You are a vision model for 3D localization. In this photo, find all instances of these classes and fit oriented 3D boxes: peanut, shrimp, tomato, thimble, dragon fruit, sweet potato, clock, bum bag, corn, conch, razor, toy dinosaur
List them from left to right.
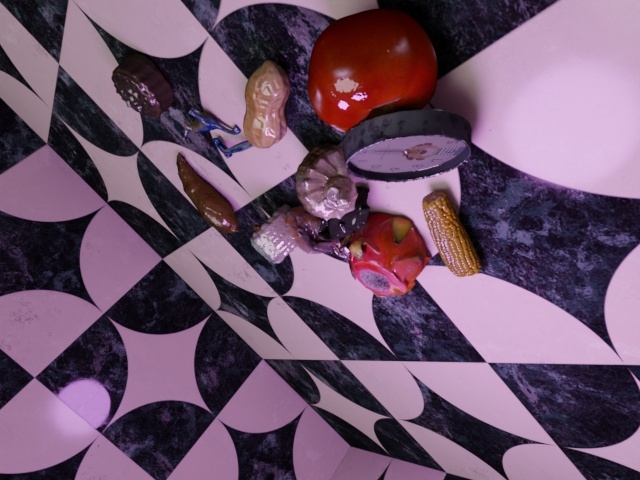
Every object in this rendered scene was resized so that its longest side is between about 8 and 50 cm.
[{"bbox_3d":[-0.505,-0.192,2.128,0.422,0.130,0.130,52,149,0],"label":"sweet potato"},{"bbox_3d":[-0.413,-0.407,1.800,0.188,0.075,0.248,37,146,-15],"label":"toy dinosaur"},{"bbox_3d":[-0.278,-0.339,1.739,0.324,0.056,0.093,1,137,45],"label":"razor"},{"bbox_3d":[-0.160,-0.398,1.459,0.149,0.149,0.313,33,143,13],"label":"peanut"},{"bbox_3d":[-0.154,-0.022,1.856,0.150,0.219,0.219,45,149,-5],"label":"thimble"},{"bbox_3d":[-0.006,-0.175,1.492,0.291,0.159,0.210,29,136,46],"label":"conch"},{"bbox_3d":[0.000,0.000,1.773,0.317,0.164,0.062,39,151,-11],"label":"shrimp"},{"bbox_3d":[0.086,-0.082,1.617,0.080,0.142,0.326,17,162,-23],"label":"bum bag"},{"bbox_3d":[0.105,-0.380,1.088,0.299,0.299,0.226,-24,75,57],"label":"tomato"},{"bbox_3d":[0.204,0.067,1.604,0.291,0.189,0.290,29,147,20],"label":"dragon fruit"},{"bbox_3d":[0.207,-0.217,1.169,0.313,0.061,0.312,-3,167,-1],"label":"clock"},{"bbox_3d":[0.377,-0.004,1.410,0.102,0.101,0.310,-3,131,50],"label":"corn"}]

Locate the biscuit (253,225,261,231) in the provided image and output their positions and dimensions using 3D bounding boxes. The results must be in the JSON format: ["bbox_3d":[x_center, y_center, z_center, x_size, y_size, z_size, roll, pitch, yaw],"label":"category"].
[{"bbox_3d":[-0.256,-0.037,2.149,0.092,0.016,0.082,35,154,12],"label":"biscuit"}]

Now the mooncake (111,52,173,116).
[{"bbox_3d":[-0.663,-0.565,1.808,0.228,0.124,0.228,28,148,19],"label":"mooncake"}]
